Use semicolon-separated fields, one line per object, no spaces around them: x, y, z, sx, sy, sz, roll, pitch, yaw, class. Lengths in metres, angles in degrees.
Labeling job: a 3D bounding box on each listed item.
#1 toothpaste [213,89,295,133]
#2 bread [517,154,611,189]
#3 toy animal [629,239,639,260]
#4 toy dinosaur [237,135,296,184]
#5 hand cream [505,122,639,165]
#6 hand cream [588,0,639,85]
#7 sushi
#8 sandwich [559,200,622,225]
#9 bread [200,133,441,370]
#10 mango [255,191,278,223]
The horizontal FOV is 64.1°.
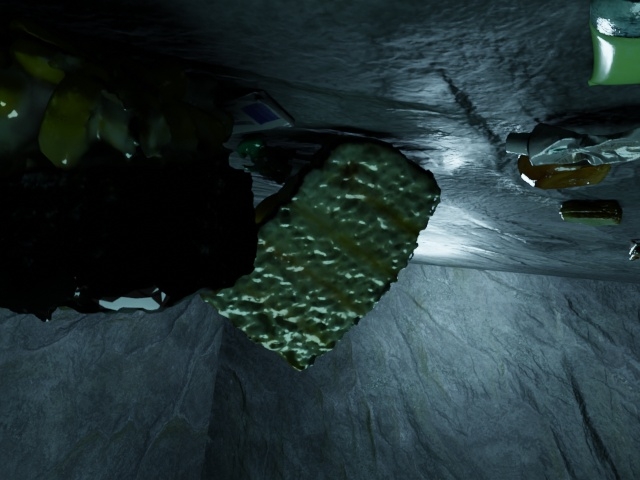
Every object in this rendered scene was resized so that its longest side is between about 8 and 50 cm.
-0.186;-0.166;0.718;0.283;0.068;0.099;-5;-159;19;toothpaste
0.346;-0.100;0.725;0.126;0.044;0.129;4;170;18;bread
0.883;0.056;1.190;0.302;0.224;0.284;17;161;34;toy animal
-0.099;-0.141;0.872;0.096;0.059;0.132;19;162;-21;toy dinosaur
0.335;-0.117;0.564;0.257;0.050;0.084;0;168;34;hand cream
0.241;-0.149;0.374;0.095;0.045;0.175;3;179;33;hand cream
-0.232;-0.079;0.586;0.328;0.285;0.329;1;-175;29;sushi
0.523;-0.052;0.991;0.105;0.035;0.093;4;174;34;sandwich
0.005;-0.007;0.888;0.239;0.395;0.264;38;-168;-9;bread
-0.011;-0.046;1.202;0.330;0.175;0.177;-14;-136;-44;mango
